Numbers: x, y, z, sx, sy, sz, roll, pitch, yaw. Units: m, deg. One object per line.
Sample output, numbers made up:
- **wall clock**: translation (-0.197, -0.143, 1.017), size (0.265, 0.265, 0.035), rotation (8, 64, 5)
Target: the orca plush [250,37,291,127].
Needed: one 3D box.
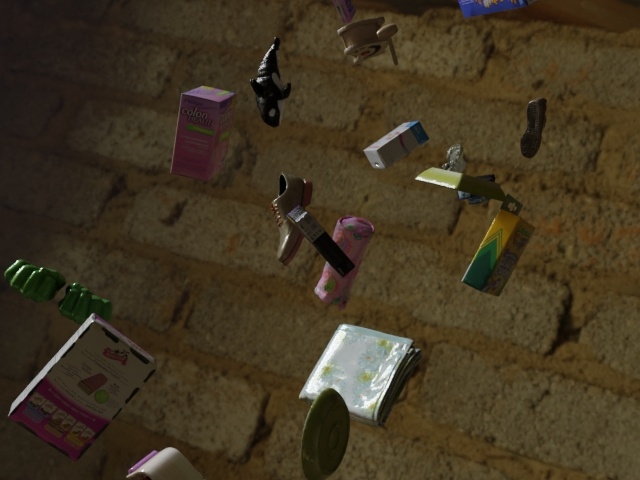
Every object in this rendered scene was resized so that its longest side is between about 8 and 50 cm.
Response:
- **orca plush**: translation (-0.175, -0.521, 2.229), size (0.102, 0.287, 0.151), rotation (5, 8, -45)

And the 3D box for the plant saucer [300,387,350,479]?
- **plant saucer**: translation (0.022, 0.500, 1.744), size (0.037, 0.240, 0.241), rotation (5, -21, 26)

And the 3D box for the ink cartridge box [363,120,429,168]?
- **ink cartridge box**: translation (0.170, -0.215, 1.540), size (0.052, 0.122, 0.088), rotation (56, -10, -14)

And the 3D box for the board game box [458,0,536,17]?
- **board game box**: translation (0.450, -0.566, 1.436), size (0.078, 0.233, 0.347), rotation (64, 0, -16)

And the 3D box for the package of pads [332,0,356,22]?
- **package of pads**: translation (0.064, -0.633, 1.833), size (0.032, 0.050, 0.083), rotation (-1, -39, 31)

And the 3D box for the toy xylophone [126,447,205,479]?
- **toy xylophone**: translation (-0.351, 0.659, 1.680), size (0.322, 0.081, 0.236), rotation (49, 30, 16)

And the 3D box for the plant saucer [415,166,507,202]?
- **plant saucer**: translation (0.385, -0.156, 1.849), size (0.188, 0.045, 0.188), rotation (10, 8, -31)

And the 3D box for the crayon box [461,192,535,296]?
- **crayon box**: translation (0.608, 0.022, 2.269), size (0.083, 0.322, 0.203), rotation (29, 7, 31)

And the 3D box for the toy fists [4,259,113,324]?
- **toy fists**: translation (-0.650, 0.135, 1.711), size (0.279, 0.096, 0.142), rotation (30, -7, -8)

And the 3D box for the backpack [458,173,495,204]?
- **backpack**: translation (0.514, -0.165, 2.252), size (0.114, 0.084, 0.105), rotation (-4, 17, 36)

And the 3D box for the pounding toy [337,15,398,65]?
- **pounding toy**: translation (0.143, -0.590, 2.111), size (0.154, 0.154, 0.269), rotation (-19, 1, -6)

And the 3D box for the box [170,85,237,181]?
- **box**: translation (-0.352, -0.328, 2.072), size (0.117, 0.242, 0.213), rotation (13, 19, 3)

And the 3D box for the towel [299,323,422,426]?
- **towel**: translation (0.135, 0.458, 2.365), size (0.375, 0.320, 0.090), rotation (7, -39, 43)

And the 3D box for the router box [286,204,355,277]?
- **router box**: translation (0.000, 0.000, 1.655), size (0.179, 0.046, 0.133), rotation (49, -2, -15)

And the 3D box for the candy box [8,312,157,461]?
- **candy box**: translation (-0.453, 0.280, 1.312), size (0.159, 0.233, 0.071), rotation (44, -6, -20)

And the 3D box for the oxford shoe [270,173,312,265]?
- **oxford shoe**: translation (-0.121, -0.075, 2.335), size (0.130, 0.348, 0.123), rotation (23, -37, -22)

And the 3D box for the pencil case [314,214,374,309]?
- **pencil case**: translation (0.072, 0.067, 2.060), size (0.124, 0.284, 0.124), rotation (14, 27, -7)

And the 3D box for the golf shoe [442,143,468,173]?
- **golf shoe**: translation (0.522, -0.303, 2.589), size (0.086, 0.069, 0.176), rotation (-10, -31, -15)

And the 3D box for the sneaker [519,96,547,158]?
- **sneaker**: translation (0.660, -0.342, 2.074), size (0.066, 0.071, 0.188), rotation (30, -46, 37)
